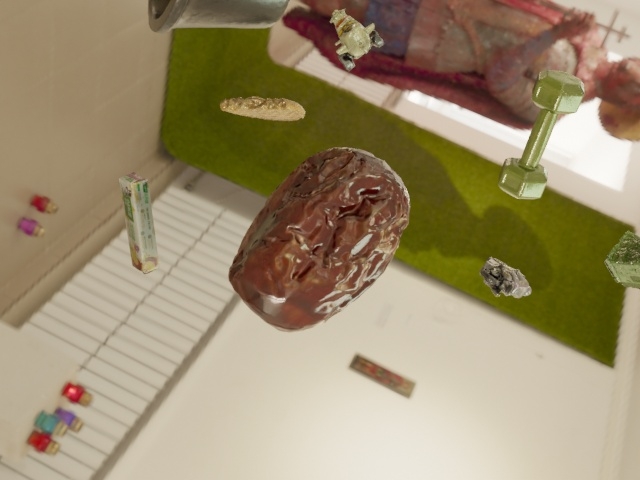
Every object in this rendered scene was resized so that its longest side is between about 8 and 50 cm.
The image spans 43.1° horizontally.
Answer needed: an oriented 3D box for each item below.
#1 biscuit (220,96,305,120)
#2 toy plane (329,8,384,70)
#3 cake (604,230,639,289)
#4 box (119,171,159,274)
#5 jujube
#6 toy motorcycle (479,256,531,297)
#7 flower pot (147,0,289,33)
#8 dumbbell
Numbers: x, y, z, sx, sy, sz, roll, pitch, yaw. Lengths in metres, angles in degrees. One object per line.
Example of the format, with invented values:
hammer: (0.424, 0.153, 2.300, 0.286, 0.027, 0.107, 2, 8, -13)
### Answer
biscuit: (-0.119, -0.312, 1.915, 0.144, 0.224, 0.033, 9, 90, -48)
toy plane: (0.062, -0.405, 1.621, 0.092, 0.108, 0.286, -37, -177, 8)
cake: (0.755, 0.050, 1.756, 0.235, 0.100, 0.099, 7, -126, 53)
box: (-0.371, -0.034, 1.660, 0.041, 0.050, 0.207, -23, 123, -36)
jujube: (0.000, -0.001, 1.557, 0.377, 0.276, 0.276, -41, 169, -3)
toy motorcycle: (0.519, 0.110, 2.252, 0.073, 0.152, 0.225, -58, 171, 17)
flower pot: (-0.193, -0.575, 1.690, 0.379, 0.251, 0.380, -35, -132, 52)
dumbbell: (0.507, -0.240, 1.873, 0.108, 0.121, 0.302, -21, 136, -44)
